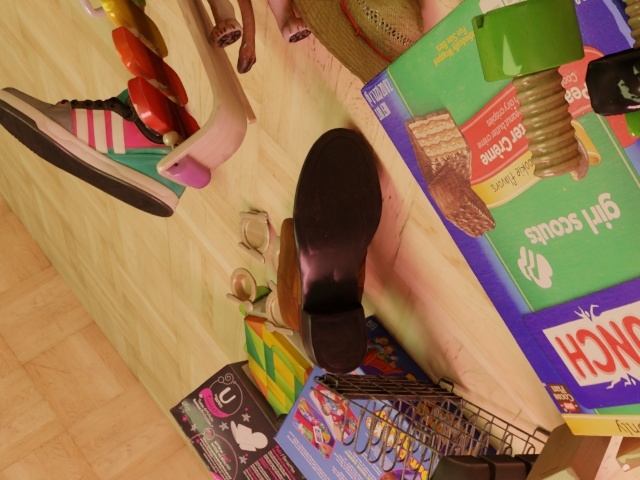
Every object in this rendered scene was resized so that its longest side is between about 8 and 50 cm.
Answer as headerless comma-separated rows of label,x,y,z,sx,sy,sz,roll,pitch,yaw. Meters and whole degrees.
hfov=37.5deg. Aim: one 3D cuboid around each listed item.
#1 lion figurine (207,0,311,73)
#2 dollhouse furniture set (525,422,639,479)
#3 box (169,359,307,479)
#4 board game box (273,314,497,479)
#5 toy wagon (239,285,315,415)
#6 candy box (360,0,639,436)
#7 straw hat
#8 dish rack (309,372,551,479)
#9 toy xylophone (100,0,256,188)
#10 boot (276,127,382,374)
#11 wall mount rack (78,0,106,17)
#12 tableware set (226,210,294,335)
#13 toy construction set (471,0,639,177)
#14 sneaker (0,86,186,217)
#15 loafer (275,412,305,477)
lion figurine,-0.096,-0.318,0.817,0.240,0.142,0.392,61,162,9
dollhouse furniture set,0.264,0.200,0.746,0.151,0.144,0.123,-36,87,31
box,-0.110,0.340,1.615,0.247,0.142,0.163,54,-170,10
board game box,0.108,0.299,1.175,0.347,0.078,0.233,48,135,22
toy wagon,-0.027,0.234,1.467,0.267,0.068,0.344,45,154,28
candy box,0.197,-0.030,0.615,0.317,0.122,0.268,57,157,-2
straw hat,0.051,-0.182,0.782,0.061,0.144,0.144,-43,78,28
dish rack,0.121,0.207,0.983,0.271,0.208,0.074,23,100,52
toy xylophone,-0.149,-0.202,0.909,0.236,0.081,0.323,48,-160,-75
boot,0.000,0.000,1.100,0.280,0.096,0.264,-142,45,-77
wall mount rack,-0.358,-0.450,1.198,0.350,0.130,0.304,31,149,46
tableware set,-0.077,0.046,1.320,0.141,0.020,0.169,28,118,38
toy construction set,0.221,-0.183,0.297,0.308,0.257,0.237,-9,101,43
sneaker,-0.302,-0.179,1.348,0.295,0.179,0.124,30,159,-10
loafer,-0.007,0.325,1.385,0.170,0.061,0.062,43,151,-2
